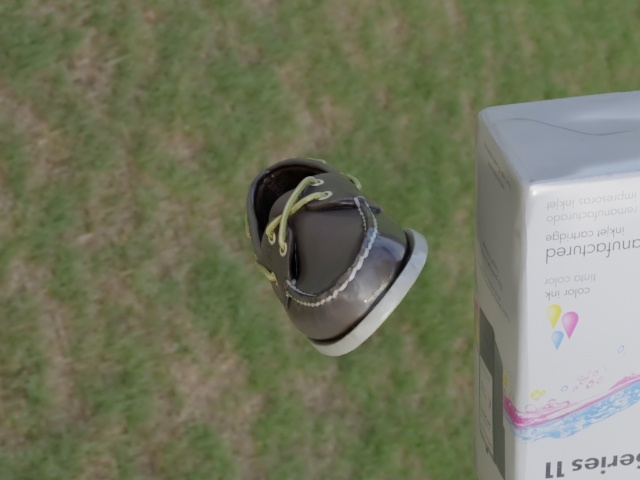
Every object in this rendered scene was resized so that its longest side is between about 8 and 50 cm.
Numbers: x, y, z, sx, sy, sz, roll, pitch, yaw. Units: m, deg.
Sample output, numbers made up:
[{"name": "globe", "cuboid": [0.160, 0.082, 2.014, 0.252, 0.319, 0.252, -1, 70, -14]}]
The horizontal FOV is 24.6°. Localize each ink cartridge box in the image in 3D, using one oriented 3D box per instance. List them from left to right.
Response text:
[{"name": "ink cartridge box", "cuboid": [0.210, 0.085, 0.957, 0.119, 0.207, 0.353, -109, -167, -60]}]

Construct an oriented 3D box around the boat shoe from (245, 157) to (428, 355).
[{"name": "boat shoe", "cuboid": [0.000, 0.000, 1.129, 0.097, 0.116, 0.324, 43, 3, -12]}]
